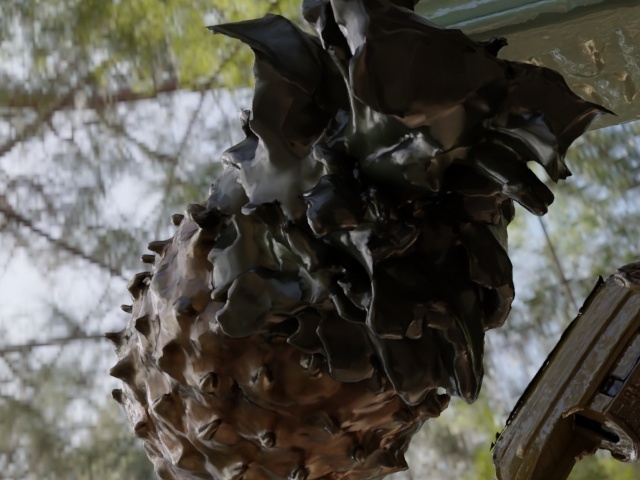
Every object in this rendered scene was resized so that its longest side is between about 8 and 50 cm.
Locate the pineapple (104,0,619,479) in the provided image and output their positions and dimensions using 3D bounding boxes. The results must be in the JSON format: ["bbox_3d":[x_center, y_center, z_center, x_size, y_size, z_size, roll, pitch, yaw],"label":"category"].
[{"bbox_3d":[0.000,0.000,0.612,0.141,0.170,0.310,-25,-19,-26],"label":"pineapple"}]

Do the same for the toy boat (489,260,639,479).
[{"bbox_3d":[0.194,0.103,1.083,0.226,0.088,0.068,-51,-39,-26],"label":"toy boat"}]

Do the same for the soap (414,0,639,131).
[{"bbox_3d":[0.115,-0.093,0.692,0.198,0.063,0.114,-13,-25,20],"label":"soap"}]
